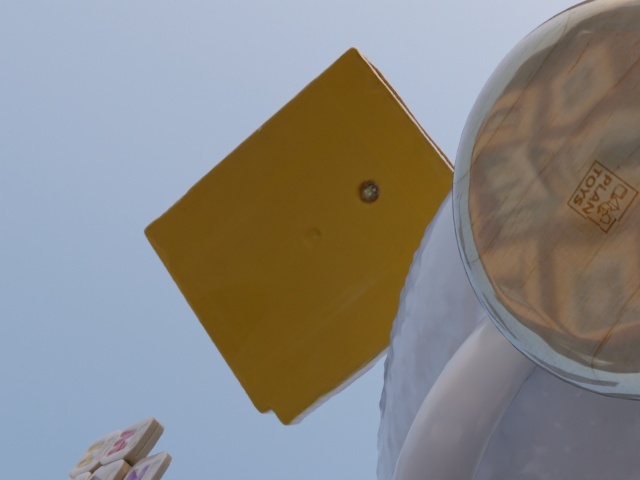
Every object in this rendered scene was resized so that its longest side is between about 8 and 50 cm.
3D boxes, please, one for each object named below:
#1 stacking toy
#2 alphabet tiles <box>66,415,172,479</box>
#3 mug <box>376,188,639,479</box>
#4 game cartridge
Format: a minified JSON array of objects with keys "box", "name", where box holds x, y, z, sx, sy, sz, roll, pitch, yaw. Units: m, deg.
[{"box":[0.205,-0.017,0.454,0.330,0.141,0.141,-1,-104,-48],"name":"stacking toy"},{"box":[-0.258,0.290,0.963,0.021,0.278,0.284,46,-132,-15],"name":"alphabet tiles"},{"box":[0.152,0.126,0.680,0.374,0.276,0.328,-33,-50,-48],"name":"mug"},{"box":[0.000,0.000,1.079,0.323,0.052,0.285,-39,-108,14],"name":"game cartridge"}]
